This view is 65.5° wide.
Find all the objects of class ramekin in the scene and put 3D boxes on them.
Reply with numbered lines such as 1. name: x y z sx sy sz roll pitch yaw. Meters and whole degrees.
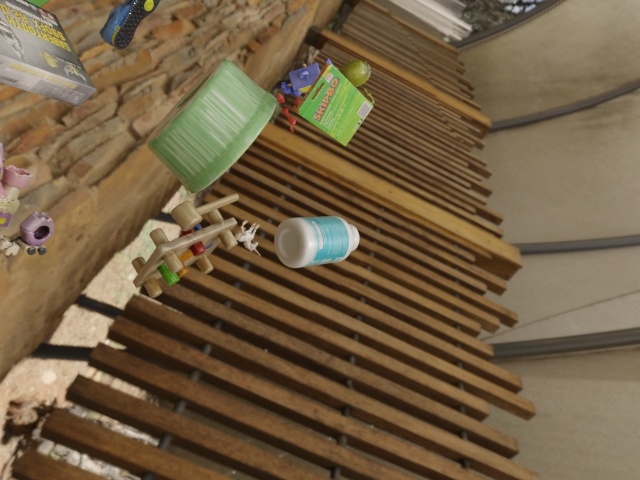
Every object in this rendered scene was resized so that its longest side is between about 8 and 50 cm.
1. ramekin: -0.258 -0.270 1.147 0.303 0.148 0.303 -37 -153 22

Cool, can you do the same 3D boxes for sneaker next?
1. sneaker: -0.491 -0.594 1.275 0.209 0.082 0.069 -52 165 3

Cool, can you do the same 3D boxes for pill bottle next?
1. pill bottle: 0.000 0.000 1.512 0.264 0.146 0.146 -5 134 -45

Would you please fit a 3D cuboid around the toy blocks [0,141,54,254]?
1. toy blocks: -0.822 -0.152 1.199 0.260 0.309 0.288 -61 162 9

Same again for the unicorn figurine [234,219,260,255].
1. unicorn figurine: -0.264 -0.017 1.816 0.162 0.060 0.111 15 111 -53

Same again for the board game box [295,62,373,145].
1. board game box: 0.034 -0.310 1.153 0.124 0.039 0.259 -54 158 11

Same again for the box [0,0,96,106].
1. box: -0.514 -0.337 0.829 0.056 0.183 0.231 -35 169 17

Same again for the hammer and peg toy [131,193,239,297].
1. hammer and peg toy: -0.351 0.012 1.377 0.266 0.127 0.361 -26 171 -44

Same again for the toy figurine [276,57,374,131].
1. toy figurine: -0.005 -0.541 1.753 0.217 0.362 0.191 9 68 -75

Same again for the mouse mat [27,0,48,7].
1. mouse mat: -0.808 -0.704 1.409 0.152 0.007 0.189 -47 -165 -16
